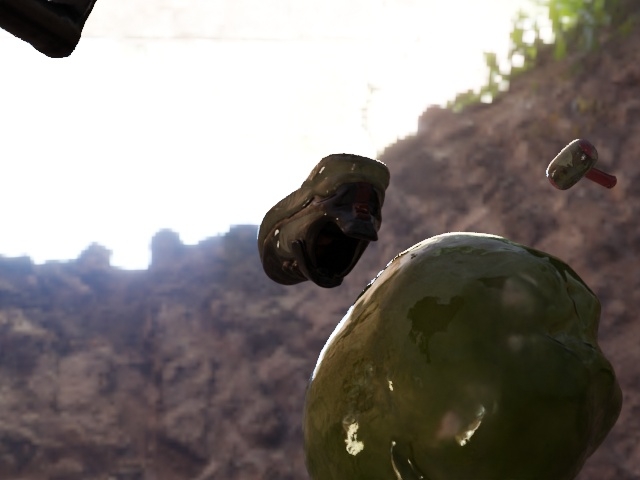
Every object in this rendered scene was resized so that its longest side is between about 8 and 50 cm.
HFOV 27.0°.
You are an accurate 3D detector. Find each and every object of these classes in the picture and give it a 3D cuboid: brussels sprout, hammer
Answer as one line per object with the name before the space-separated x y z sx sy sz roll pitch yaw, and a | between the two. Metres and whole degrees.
brussels sprout | 0.127 0.129 1.153 0.243 0.273 0.317 39 -134 20
hammer | 0.253 -0.065 1.260 0.083 0.052 0.031 19 -144 -41

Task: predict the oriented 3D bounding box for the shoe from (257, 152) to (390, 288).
shoe | 0.000 0.000 1.485 0.099 0.227 0.112 16 -133 -24

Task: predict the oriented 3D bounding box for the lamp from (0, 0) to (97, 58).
lamp | -0.211 -0.352 0.874 0.272 0.374 0.205 30 -178 20
